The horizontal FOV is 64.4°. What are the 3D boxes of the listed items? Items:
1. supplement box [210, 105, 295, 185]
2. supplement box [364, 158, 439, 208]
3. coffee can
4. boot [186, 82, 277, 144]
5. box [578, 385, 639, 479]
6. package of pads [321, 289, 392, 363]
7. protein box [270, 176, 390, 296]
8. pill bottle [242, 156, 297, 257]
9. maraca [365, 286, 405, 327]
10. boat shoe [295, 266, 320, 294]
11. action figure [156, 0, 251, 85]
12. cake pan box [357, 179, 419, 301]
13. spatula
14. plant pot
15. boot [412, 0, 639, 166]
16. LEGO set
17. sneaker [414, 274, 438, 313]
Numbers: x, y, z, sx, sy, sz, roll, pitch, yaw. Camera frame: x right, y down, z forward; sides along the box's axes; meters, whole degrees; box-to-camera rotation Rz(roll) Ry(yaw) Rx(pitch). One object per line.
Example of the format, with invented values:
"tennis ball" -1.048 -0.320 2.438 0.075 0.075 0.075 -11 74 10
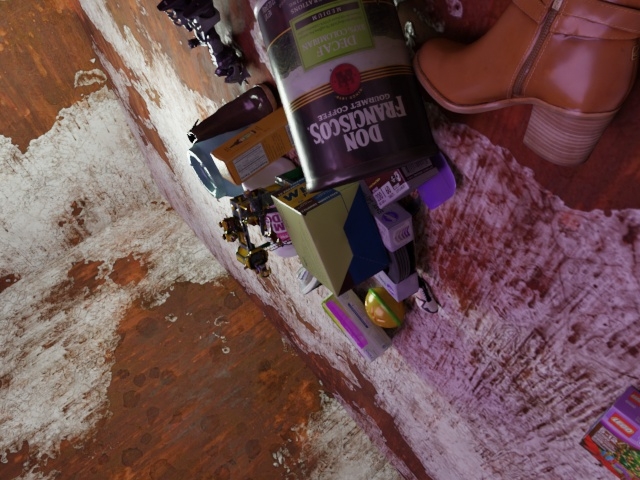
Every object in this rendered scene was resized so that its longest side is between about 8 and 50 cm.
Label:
"supplement box" -0.137 -0.228 1.203 0.078 0.233 0.080 35 153 44
"supplement box" 0.100 -0.190 0.915 0.240 0.073 0.130 62 160 4
"coffee can" 0.037 -0.228 0.746 0.201 0.201 0.276 -9 99 69
"boot" -0.234 -0.314 1.324 0.090 0.206 0.248 60 160 -17
"box" 0.591 0.394 0.827 0.293 0.057 0.201 41 156 33
"package of pads" 0.108 0.249 1.538 0.229 0.101 0.296 51 177 12
"protein box" 0.018 -0.024 1.092 0.201 0.135 0.200 34 151 63
"pill bottle" -0.118 -0.091 1.503 0.160 0.160 0.283 38 156 38
"maraca" 0.174 0.182 1.386 0.127 0.099 0.186 53 179 7
"boat shoe" -0.009 0.083 1.624 0.103 0.118 0.320 56 158 13
"action figure" -0.264 -0.475 1.232 0.185 0.099 0.285 41 175 24
"cake pan box" 0.122 -0.021 1.150 0.267 0.070 0.246 50 165 41
"spatula" 0.190 -0.075 1.003 0.084 0.030 0.296 64 166 12
"plant pot" -0.285 -0.249 1.571 0.293 0.196 0.293 45 160 22
"boot" 0.220 -0.238 0.569 0.283 0.109 0.220 53 156 38
"LEGO set" -0.067 -0.042 1.289 0.192 0.331 0.255 28 128 48
"sneaker" 0.245 0.128 1.212 0.109 0.040 0.044 52 159 4
